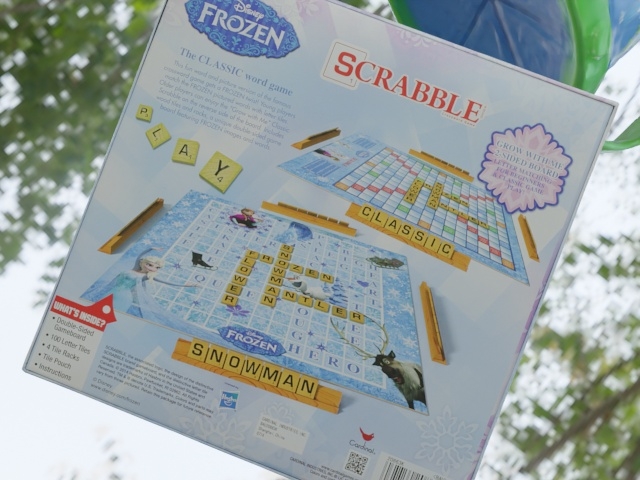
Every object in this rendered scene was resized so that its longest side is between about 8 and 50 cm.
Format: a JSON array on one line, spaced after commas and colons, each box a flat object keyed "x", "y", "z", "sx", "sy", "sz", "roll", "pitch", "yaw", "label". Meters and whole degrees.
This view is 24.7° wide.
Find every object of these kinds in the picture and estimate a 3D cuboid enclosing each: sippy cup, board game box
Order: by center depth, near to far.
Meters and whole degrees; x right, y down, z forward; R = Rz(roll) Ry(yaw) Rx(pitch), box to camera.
[{"x": 0.000, "y": 0.000, "z": 1.011, "sx": 0.318, "sy": 0.318, "sz": 0.066, "roll": 22, "pitch": 0, "yaw": 5, "label": "board game box"}, {"x": 0.201, "y": -0.240, "z": 1.178, "sx": 0.240, "sy": 0.224, "sz": 0.306, "roll": 37, "pitch": -30, "yaw": 37, "label": "sippy cup"}]
